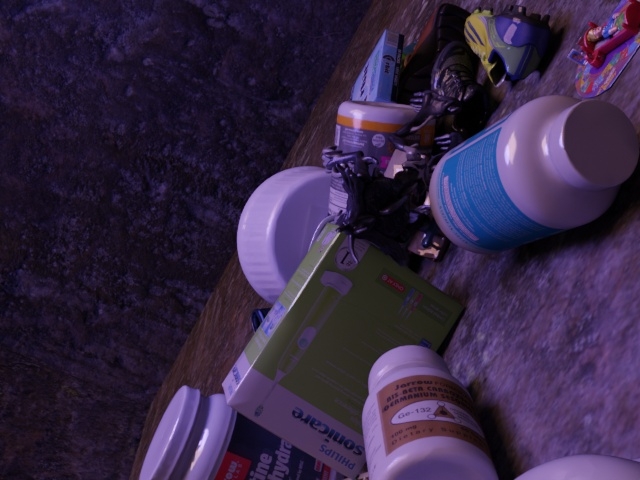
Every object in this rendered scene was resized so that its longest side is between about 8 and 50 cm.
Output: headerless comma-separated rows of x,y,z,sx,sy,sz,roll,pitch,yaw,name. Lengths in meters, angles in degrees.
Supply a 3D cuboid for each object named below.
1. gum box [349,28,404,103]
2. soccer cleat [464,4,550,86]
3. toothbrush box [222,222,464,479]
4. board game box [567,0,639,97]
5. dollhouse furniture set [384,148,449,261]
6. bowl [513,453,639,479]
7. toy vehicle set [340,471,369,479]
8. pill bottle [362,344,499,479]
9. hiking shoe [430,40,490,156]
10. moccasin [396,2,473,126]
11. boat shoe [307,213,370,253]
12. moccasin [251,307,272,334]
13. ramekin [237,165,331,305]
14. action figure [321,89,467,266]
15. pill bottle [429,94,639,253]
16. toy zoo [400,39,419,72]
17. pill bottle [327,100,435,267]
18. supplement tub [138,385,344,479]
0.094,-0.266,1.590,0.184,0.041,0.157,125,158,-59,gum box
0.285,-0.310,1.408,0.289,0.093,0.121,-119,44,-77,soccer cleat
0.027,0.147,1.204,0.283,0.206,0.122,-58,11,-3,toothbrush box
0.366,-0.263,1.102,0.168,0.033,0.133,-59,13,24,board game box
0.185,-0.038,1.282,0.184,0.129,0.129,20,84,48,dollhouse furniture set
0.165,0.275,0.626,0.298,0.134,0.298,-59,14,24,bowl
0.026,0.433,1.113,0.166,0.035,0.267,-45,23,58,toy vehicle set
0.113,0.216,0.964,0.131,0.131,0.229,-60,13,19,pill bottle
0.246,-0.241,1.452,0.114,0.086,0.227,-25,55,56,hiking shoe
0.194,-0.281,1.618,0.147,0.139,0.380,121,166,-53,moccasin
0.034,0.101,1.364,0.091,0.114,0.302,-70,-18,-77,boat shoe
-0.094,0.270,1.675,0.342,0.117,0.137,-97,24,-53,moccasin
0.000,0.000,1.565,0.277,0.277,0.135,-66,19,-9,ramekin
0.089,-0.072,1.140,0.276,0.164,0.141,-45,18,-30,action figure
0.239,-0.074,0.985,0.146,0.146,0.264,-68,12,-16,pill bottle
0.165,-0.332,1.832,0.293,0.030,0.192,-38,-19,-52,toy zoo
0.095,-0.083,1.426,0.162,0.162,0.278,-116,30,-75,pill bottle
-0.117,0.350,1.323,0.191,0.272,0.191,-59,14,24,supplement tub
